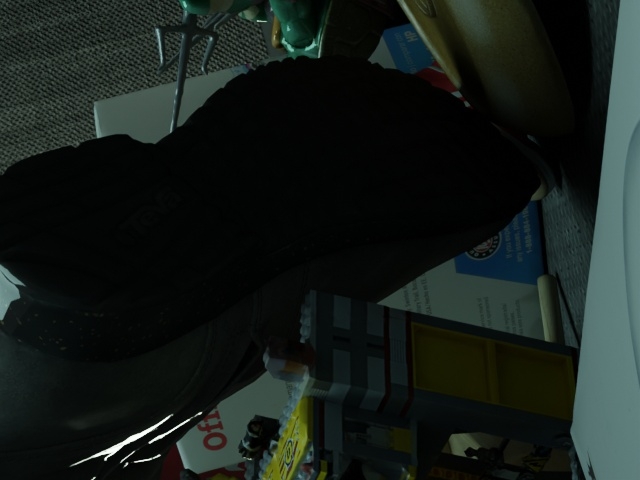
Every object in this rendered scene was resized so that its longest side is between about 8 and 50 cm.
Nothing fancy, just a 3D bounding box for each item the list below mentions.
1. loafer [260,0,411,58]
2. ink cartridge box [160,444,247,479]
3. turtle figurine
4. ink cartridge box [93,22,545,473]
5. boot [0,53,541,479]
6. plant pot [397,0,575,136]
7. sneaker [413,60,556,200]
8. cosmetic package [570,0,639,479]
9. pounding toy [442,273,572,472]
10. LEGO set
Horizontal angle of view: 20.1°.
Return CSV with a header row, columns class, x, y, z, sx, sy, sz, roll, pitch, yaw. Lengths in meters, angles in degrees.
class,x,y,z,sx,sy,sz,roll,pitch,yaw
loafer,0.006,-0.222,1.229,0.366,0.134,0.130,64,150,19
ink cartridge box,-0.011,0.154,1.248,0.272,0.309,0.130,-131,64,-83
turtle figurine,-0.012,-0.147,1.009,0.175,0.118,0.234,152,139,-88
ink cartridge box,0.000,0.000,1.075,0.168,0.233,0.171,-107,5,-47
boot,-0.056,0.044,0.833,0.118,0.338,0.222,46,129,27
plant pot,0.045,-0.144,0.847,0.236,0.032,0.236,60,-179,-2
sneaker,0.094,-0.067,0.952,0.118,0.067,0.042,34,147,37
cosmetic package,0.146,0.141,0.317,0.284,0.097,0.377,75,179,-63
pounding toy,0.116,0.110,0.944,0.141,0.100,0.130,-137,30,-65
LEGO set,0.022,0.181,0.751,0.331,0.192,0.255,117,162,-50
